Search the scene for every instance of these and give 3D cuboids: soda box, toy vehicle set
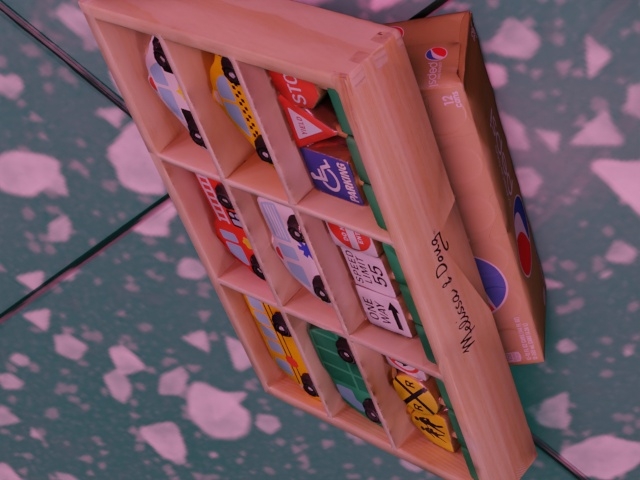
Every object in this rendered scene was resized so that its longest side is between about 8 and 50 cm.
[{"bbox_3d":[0.062,-0.019,0.776,0.061,0.058,0.181,-7,132,16],"label":"soda box"},{"bbox_3d":[0.000,0.000,0.760,0.166,0.035,0.267,20,145,40],"label":"toy vehicle set"}]
